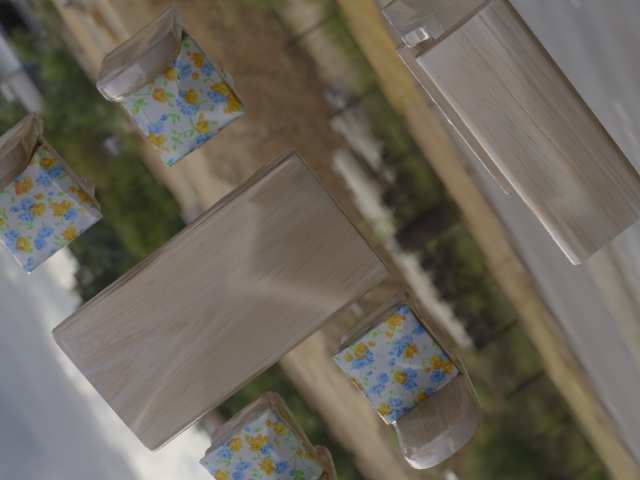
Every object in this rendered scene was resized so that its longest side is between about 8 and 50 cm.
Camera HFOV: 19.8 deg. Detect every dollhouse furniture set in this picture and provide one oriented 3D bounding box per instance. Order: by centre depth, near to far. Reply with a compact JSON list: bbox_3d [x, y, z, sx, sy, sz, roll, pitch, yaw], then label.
[{"bbox_3d":[0.000,0.000,1.269,0.362,0.394,0.256,51,-174,-14],"label":"dollhouse furniture set"}]
